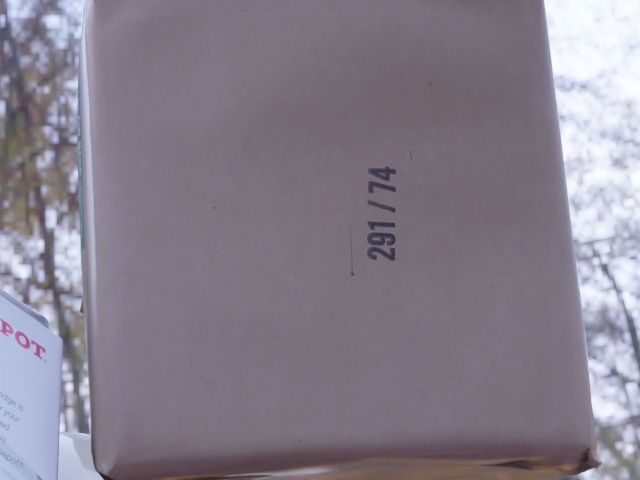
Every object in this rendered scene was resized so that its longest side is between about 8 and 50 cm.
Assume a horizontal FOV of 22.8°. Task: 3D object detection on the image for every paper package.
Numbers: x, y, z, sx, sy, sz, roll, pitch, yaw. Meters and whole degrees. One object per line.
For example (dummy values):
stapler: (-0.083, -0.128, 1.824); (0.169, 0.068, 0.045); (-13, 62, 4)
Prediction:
paper package: (0.000, 0.000, 1.033); (0.309, 0.325, 0.168); (-1, -14, -9)

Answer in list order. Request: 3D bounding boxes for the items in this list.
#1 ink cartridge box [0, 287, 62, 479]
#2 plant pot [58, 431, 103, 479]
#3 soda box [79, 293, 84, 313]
ink cartridge box: (-0.196, 0.102, 0.711); (0.086, 0.203, 0.148); (-30, -48, 22)
plant pot: (-0.216, 0.274, 1.329); (0.284, 0.191, 0.284); (-14, -36, -10)
soda box: (-0.179, -0.011, 1.536); (0.058, 0.061, 0.181); (19, -70, 14)
